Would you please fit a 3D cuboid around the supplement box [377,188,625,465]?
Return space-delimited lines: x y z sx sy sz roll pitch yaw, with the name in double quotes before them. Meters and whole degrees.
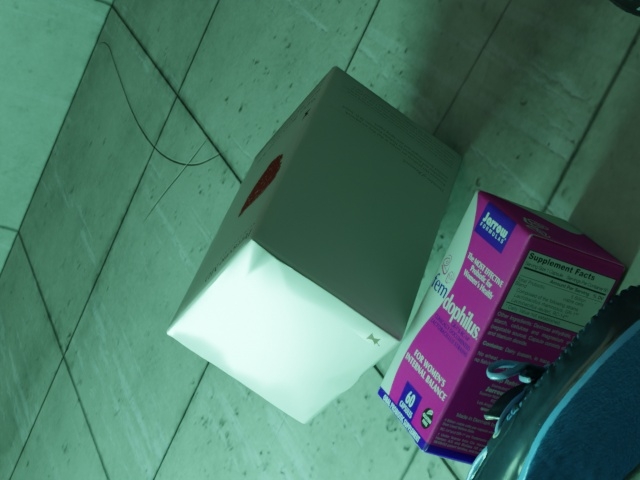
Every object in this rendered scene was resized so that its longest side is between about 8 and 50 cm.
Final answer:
"supplement box" 0.159 0.083 1.248 0.220 0.114 0.111 -64 28 12

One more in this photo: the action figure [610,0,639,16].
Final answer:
"action figure" 0.288 -0.352 1.280 0.185 0.099 0.285 134 146 -52

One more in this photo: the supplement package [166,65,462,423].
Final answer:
"supplement package" 0.000 0.000 1.404 0.177 0.175 0.293 -45 15 41

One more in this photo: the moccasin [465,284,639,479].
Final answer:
"moccasin" 0.177 0.161 1.143 0.342 0.137 0.117 -58 35 24
